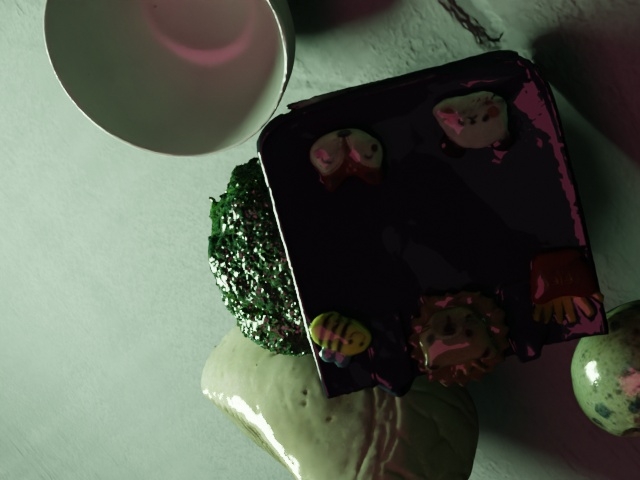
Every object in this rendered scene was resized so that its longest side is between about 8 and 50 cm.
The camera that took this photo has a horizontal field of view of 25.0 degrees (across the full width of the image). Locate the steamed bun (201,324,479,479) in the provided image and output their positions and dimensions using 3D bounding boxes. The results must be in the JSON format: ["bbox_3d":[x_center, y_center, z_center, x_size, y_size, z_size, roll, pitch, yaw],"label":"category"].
[{"bbox_3d":[0.048,0.209,1.750,0.247,0.236,0.383,42,175,-40],"label":"steamed bun"}]

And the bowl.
[{"bbox_3d":[-0.157,-0.251,1.641,0.287,0.143,0.287,8,127,11],"label":"bowl"}]

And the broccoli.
[{"bbox_3d":[0.000,0.000,1.665,0.265,0.245,0.294,36,115,0],"label":"broccoli"}]

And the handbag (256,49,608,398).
[{"bbox_3d":[0.115,-0.009,1.469,0.303,0.122,0.329,-14,95,9],"label":"handbag"}]

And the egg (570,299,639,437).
[{"bbox_3d":[0.336,0.140,1.529,0.141,0.141,0.181,44,146,7],"label":"egg"}]
